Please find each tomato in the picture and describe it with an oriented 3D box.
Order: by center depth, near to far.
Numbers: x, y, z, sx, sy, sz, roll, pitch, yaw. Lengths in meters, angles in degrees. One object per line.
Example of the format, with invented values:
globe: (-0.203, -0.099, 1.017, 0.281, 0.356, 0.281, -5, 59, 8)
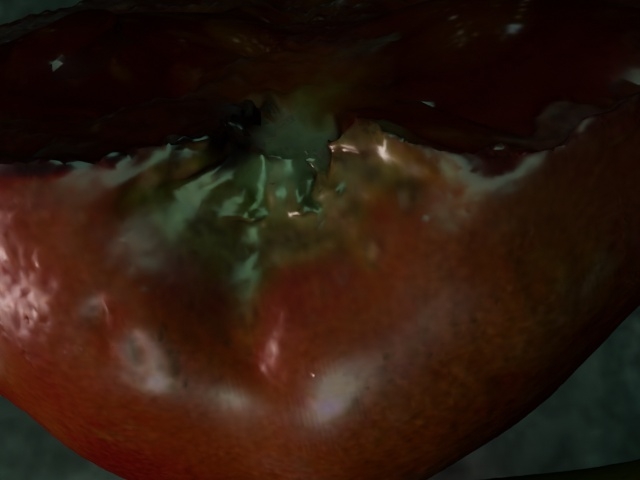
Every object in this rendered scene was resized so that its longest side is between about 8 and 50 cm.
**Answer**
tomato: (0.000, 0.000, 0.533, 0.233, 0.200, 0.139, -1, 111, 9)

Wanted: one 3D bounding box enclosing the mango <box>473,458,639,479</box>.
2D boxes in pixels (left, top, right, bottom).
mango: (0.049, 0.137, 0.530, 0.289, 0.129, 0.146, -15, 98, 3)
